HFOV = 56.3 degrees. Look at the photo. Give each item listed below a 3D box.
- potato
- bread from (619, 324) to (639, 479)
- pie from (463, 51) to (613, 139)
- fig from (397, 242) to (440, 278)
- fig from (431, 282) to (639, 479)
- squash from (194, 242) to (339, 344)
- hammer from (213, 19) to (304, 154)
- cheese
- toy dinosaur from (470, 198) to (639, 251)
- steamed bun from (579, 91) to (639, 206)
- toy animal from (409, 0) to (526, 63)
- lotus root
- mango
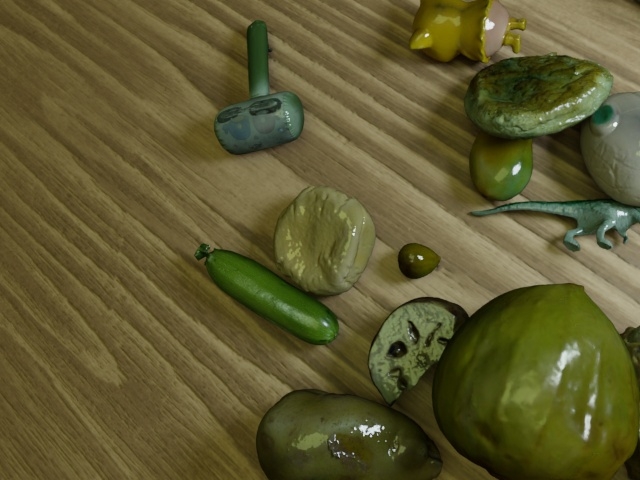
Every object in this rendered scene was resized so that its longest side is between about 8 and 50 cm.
[{"bbox_3d":[0.051,0.388,1.122,0.351,0.202,0.218,1,116,14],"label":"potato"},{"bbox_3d":[0.569,0.272,1.003,0.152,0.130,0.267,-19,68,50],"label":"bread"},{"bbox_3d":[0.412,-0.289,1.147,0.277,0.078,0.276,-17,37,13],"label":"pie"},{"bbox_3d":[0.201,0.041,1.214,0.088,0.074,0.073,1,78,-8],"label":"fig"},{"bbox_3d":[0.354,0.236,0.999,0.344,0.343,0.342,-4,78,18],"label":"fig"},{"bbox_3d":[-0.121,0.113,1.292,0.379,0.101,0.101,29,89,18],"label":"squash"},{"bbox_3d":[-0.144,-0.369,1.401,0.207,0.119,0.335,-9,69,16],"label":"hammer"},{"bbox_3d":[0.000,0.000,1.268,0.214,0.117,0.225,22,91,27],"label":"cheese"},{"bbox_3d":[0.478,-0.027,1.121,0.384,0.076,0.129,2,48,13],"label":"toy dinosaur"},{"bbox_3d":[0.572,-0.178,1.080,0.177,0.130,0.228,-17,61,6],"label":"steamed bun"},{"bbox_3d":[0.304,-0.442,1.241,0.230,0.156,0.155,12,83,17],"label":"toy animal"},{"bbox_3d":[0.176,0.203,1.161,0.138,0.119,0.234,39,95,22],"label":"lotus root"},{"bbox_3d":[0.363,-0.168,1.198,0.122,0.085,0.190,-1,66,28],"label":"mango"}]
